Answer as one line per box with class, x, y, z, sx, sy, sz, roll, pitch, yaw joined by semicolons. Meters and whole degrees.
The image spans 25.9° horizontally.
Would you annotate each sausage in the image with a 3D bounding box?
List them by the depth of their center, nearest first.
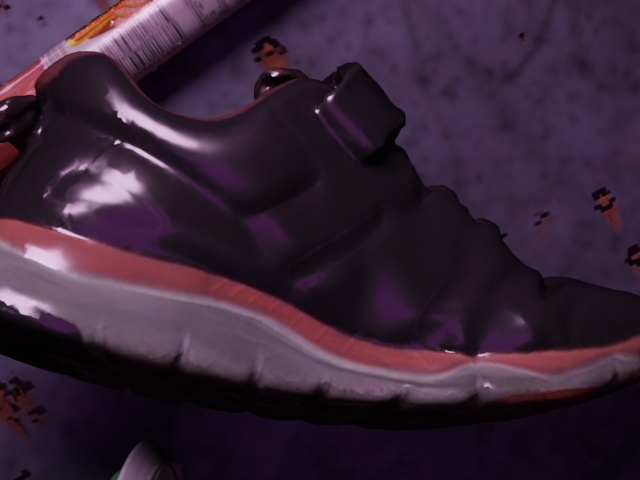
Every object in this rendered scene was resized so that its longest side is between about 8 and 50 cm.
sausage;-0.072;-0.084;0.560;0.253;0.034;0.034;-35;99;-2

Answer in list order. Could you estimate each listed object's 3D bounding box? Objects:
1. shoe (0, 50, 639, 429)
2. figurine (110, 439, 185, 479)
shoe;0.000;0.000;0.545;0.291;0.114;0.137;12;75;-20
figurine;-0.138;0.138;0.545;0.153;0.132;0.132;4;97;6
